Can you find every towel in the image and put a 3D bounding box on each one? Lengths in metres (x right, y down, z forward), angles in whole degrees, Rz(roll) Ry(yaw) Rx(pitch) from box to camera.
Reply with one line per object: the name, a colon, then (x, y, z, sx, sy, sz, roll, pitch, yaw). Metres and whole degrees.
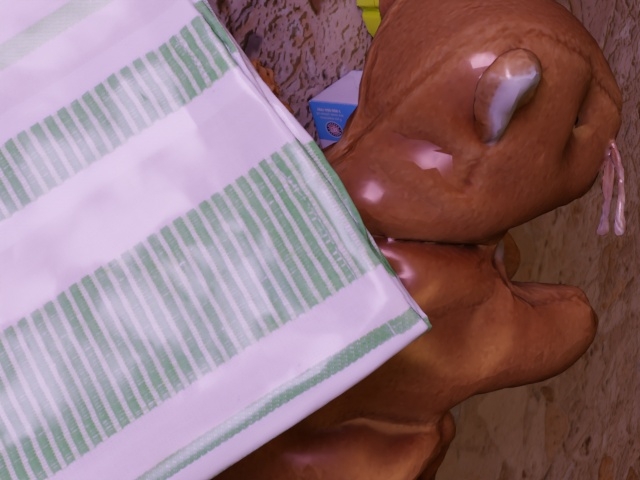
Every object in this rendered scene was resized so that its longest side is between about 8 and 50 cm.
towel: (-0.128, -0.023, 0.614, 0.248, 0.038, 0.325, -34, 84, -2)

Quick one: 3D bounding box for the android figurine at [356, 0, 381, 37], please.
android figurine: (0.118, -0.251, 1.022, 0.248, 0.056, 0.273, 29, 76, -46)

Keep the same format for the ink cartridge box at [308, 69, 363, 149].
ink cartridge box: (0.068, -0.045, 0.977, 0.060, 0.104, 0.180, -40, 126, -35)

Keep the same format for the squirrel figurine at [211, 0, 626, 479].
squirrel figurine: (0.000, 0.000, 0.743, 0.397, 0.281, 0.370, 11, 123, -22)
